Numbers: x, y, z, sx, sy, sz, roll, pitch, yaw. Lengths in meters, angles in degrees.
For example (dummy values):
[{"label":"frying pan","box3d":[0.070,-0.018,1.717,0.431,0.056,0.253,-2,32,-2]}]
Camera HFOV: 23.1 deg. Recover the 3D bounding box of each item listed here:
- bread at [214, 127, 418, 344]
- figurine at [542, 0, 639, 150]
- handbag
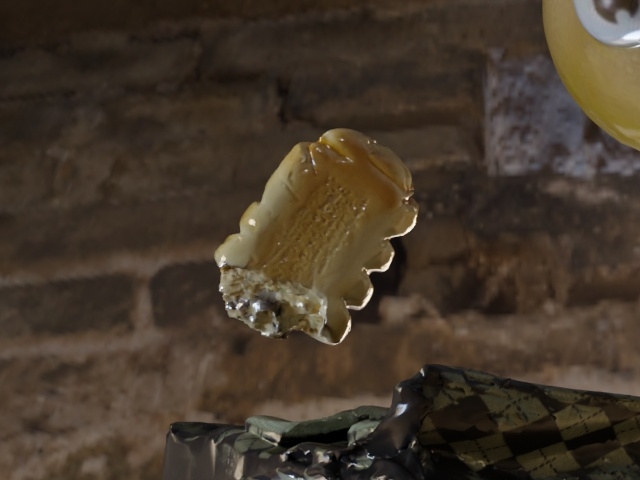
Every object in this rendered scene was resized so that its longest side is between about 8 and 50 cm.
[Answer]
[{"label":"bread","box3d":[0.000,0.000,1.215,0.119,0.084,0.177,35,84,9]},{"label":"figurine","box3d":[0.163,-0.161,0.547,0.167,0.342,0.284,-7,123,-37]},{"label":"handbag","box3d":[0.083,0.188,1.209,0.317,0.180,0.416,13,162,-31]}]
